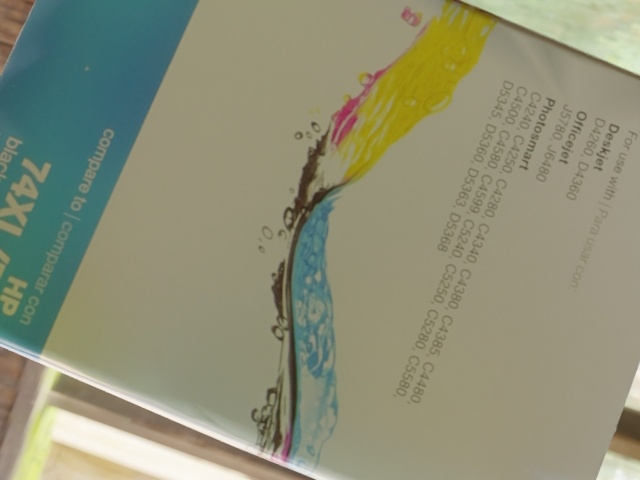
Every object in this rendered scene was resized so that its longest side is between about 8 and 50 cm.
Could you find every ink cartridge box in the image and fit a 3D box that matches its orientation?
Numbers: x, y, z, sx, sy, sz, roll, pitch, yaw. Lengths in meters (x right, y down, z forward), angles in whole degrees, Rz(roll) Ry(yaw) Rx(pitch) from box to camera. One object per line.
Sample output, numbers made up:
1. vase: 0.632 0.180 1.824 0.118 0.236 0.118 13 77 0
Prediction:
1. ink cartridge box: 0.000 0.000 0.540 0.198 0.270 0.197 100 13 -81
